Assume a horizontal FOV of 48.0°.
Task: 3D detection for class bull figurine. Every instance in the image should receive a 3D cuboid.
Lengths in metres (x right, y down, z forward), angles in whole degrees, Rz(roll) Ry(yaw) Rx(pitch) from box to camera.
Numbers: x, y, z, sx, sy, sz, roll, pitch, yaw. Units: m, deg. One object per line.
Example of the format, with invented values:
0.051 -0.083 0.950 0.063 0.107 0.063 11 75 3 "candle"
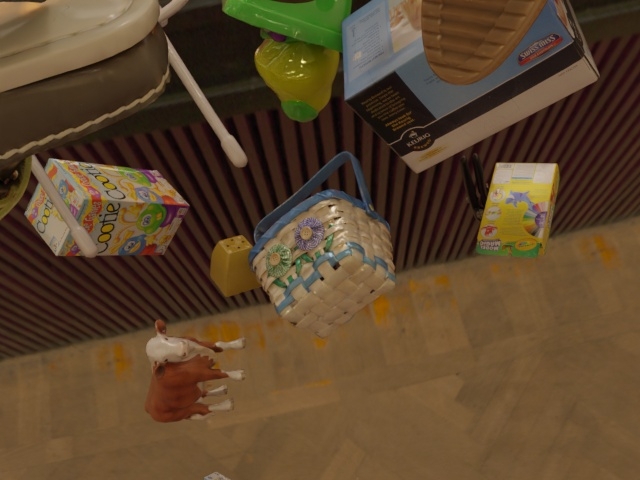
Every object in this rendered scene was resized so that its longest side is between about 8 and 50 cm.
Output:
-0.245 0.252 1.354 0.188 0.310 0.101 4 52 -19 "bull figurine"

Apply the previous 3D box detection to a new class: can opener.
0.334 -0.113 1.543 0.059 0.186 0.073 -20 43 15 "can opener"

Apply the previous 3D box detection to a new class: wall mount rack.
-0.254 -0.170 0.847 0.350 0.130 0.304 -31 58 3 "wall mount rack"

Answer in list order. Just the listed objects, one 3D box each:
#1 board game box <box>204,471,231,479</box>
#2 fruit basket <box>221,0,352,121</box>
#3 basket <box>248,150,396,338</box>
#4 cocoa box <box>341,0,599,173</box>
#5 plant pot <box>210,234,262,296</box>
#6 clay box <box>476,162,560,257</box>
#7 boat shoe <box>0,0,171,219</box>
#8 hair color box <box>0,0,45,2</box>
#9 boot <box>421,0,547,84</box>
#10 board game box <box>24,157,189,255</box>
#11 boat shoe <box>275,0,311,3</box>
-0.123 0.441 1.125 0.154 0.026 0.103 14 108 40 "board game box"
-0.072 -0.434 1.449 0.283 0.392 0.392 14 71 -17 "fruit basket"
0.000 0.000 1.274 0.255 0.201 0.289 -42 38 20 "basket"
0.234 -0.323 1.204 0.347 0.228 0.231 -27 44 30 "cocoa box"
-0.155 0.040 1.321 0.081 0.083 0.081 -17 36 -25 "plant pot"
0.396 -0.054 1.439 0.127 0.053 0.222 4 61 29 "clay box"
-0.203 -0.050 0.360 0.305 0.091 0.109 -12 37 15 "boat shoe"
-0.138 -0.265 0.171 0.114 0.185 0.374 -7 100 -22 "hair color box"
0.176 -0.235 0.538 0.090 0.207 0.248 30 115 25 "boot"
-0.441 -0.063 1.505 0.142 0.275 0.144 44 113 28 "board game box"
-0.070 -0.217 0.416 0.080 0.223 0.073 -25 60 40 "boat shoe"
